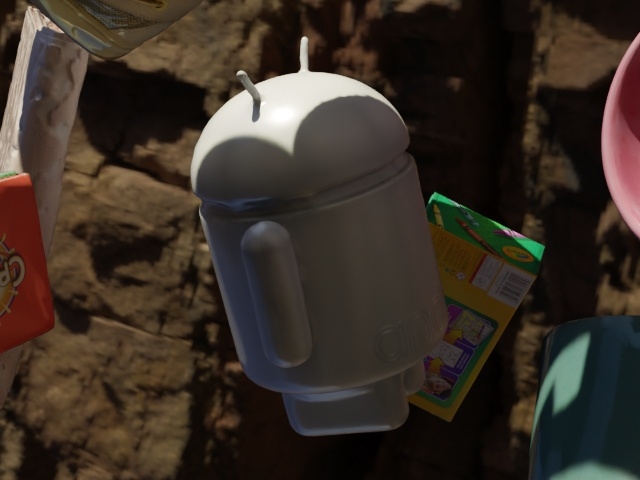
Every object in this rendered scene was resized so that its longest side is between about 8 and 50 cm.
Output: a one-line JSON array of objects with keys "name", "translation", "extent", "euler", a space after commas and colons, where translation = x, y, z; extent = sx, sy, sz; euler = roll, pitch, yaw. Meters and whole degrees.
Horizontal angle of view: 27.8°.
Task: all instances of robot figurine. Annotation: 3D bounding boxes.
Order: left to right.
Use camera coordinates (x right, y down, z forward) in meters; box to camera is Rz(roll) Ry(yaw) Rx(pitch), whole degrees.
[{"name": "robot figurine", "translation": [0.000, 0.000, 1.178], "extent": [0.300, 0.200, 0.353], "euler": [-57, -44, -65]}]

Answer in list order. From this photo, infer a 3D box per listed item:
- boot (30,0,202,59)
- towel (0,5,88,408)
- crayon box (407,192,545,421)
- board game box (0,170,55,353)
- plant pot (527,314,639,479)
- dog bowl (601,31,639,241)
[{"name": "boot", "translation": [-0.121, -0.224, 0.769], "extent": [0.262, 0.204, 0.095], "euler": [42, -143, -48]}, {"name": "towel", "translation": [-0.282, -0.047, 1.218], "extent": [0.053, 0.317, 0.331], "euler": [11, -78, -16]}, {"name": "crayon box", "translation": [0.162, 0.094, 1.732], "extent": [0.278, 0.165, 0.081], "euler": [-65, -3, 33]}, {"name": "board game box", "translation": [-0.294, 0.039, 0.451], "extent": [0.242, 0.317, 0.064], "euler": [-28, -68, -63]}, {"name": "plant pot", "translation": [0.291, 0.220, 1.003], "extent": [0.293, 0.293, 0.235], "euler": [36, -116, -47]}, {"name": "dog bowl", "translation": [0.490, -0.121, 1.437], "extent": [0.150, 0.408, 0.407], "euler": [10, -87, -40]}]
